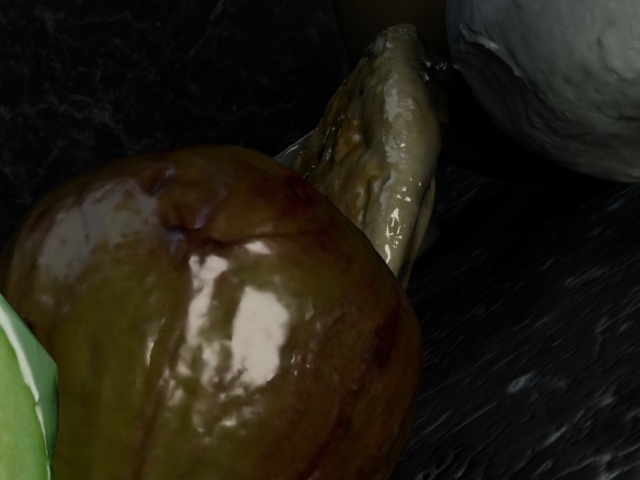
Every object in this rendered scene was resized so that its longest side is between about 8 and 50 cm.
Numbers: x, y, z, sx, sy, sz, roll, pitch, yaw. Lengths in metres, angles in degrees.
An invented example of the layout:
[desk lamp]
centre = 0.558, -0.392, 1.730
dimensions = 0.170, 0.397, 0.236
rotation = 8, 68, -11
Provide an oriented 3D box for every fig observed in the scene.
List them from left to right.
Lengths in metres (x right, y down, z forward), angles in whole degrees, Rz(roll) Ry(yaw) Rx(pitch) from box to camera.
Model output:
[fig]
centre = -0.088, 0.113, 0.660
dimensions = 0.217, 0.217, 0.321
rotation = -30, 27, 49

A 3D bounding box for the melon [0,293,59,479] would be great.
[melon]
centre = -0.182, 0.163, 0.540
dimensions = 0.323, 0.124, 0.196
rotation = -50, 37, 3

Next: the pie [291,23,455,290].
[pie]
centre = 0.001, 0.000, 1.022
dimensions = 0.339, 0.077, 0.339
rotation = -60, 14, 25

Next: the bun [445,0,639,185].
[bun]
centre = 0.237, -0.149, 0.828
dimensions = 0.354, 0.194, 0.354
rotation = -32, 6, 4

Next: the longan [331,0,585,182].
[longan]
centre = 0.157, -0.203, 1.184
dimensions = 0.319, 0.319, 0.319
rotation = -35, 5, 3

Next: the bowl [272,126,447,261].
[bowl]
centre = 0.009, -0.026, 1.424
dimensions = 0.337, 0.157, 0.337
rotation = -35, 4, 2
